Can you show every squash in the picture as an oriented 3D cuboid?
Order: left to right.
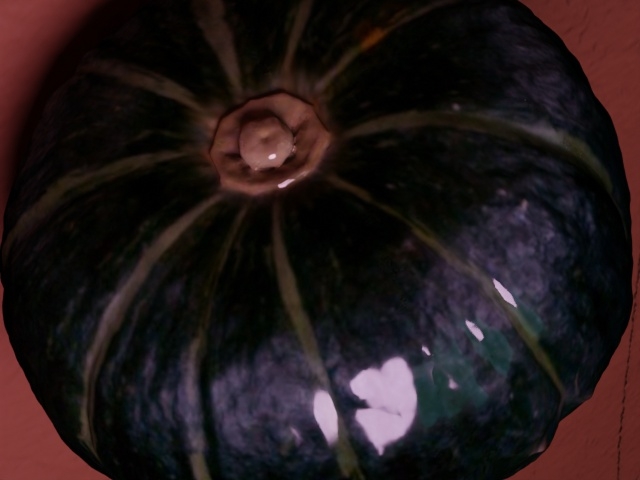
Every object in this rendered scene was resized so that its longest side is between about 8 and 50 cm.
[{"bbox_3d":[0.000,0.000,0.742,0.252,0.252,0.165,-44,147,-12],"label":"squash"}]
